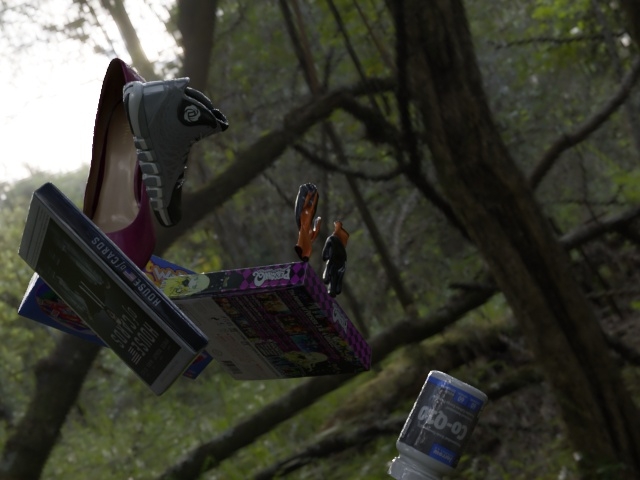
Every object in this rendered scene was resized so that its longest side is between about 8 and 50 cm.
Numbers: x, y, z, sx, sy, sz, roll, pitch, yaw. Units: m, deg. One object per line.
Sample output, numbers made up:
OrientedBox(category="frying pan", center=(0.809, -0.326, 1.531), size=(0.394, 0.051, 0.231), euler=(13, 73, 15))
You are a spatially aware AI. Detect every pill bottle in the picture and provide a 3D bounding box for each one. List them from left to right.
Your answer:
OrientedBox(category="pill bottle", center=(0.138, 0.232, 1.235), size=(0.137, 0.078, 0.078), euler=(-64, -9, -8))

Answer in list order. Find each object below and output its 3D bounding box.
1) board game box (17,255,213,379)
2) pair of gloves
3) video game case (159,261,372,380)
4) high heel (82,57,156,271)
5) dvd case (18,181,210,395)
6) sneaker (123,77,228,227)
OrientedBox(category="board game box", center=(-0.331, 0.113, 1.822), size=(0.347, 0.078, 0.233), euler=(24, -38, -17))
OrientedBox(category="pair of gloves", center=(0.000, 0.000, 0.805), size=(0.010, 0.074, 0.083), euler=(-12, -45, 24))
OrientedBox(category="video game case", center=(-0.069, 0.113, 1.362), size=(0.210, 0.042, 0.232), euler=(-7, -36, 23))
OrientedBox(category="high heel", center=(-0.318, -0.092, 1.525), size=(0.127, 0.377, 0.181), euler=(-9, -44, 13))
OrientedBox(category="dvd case", center=(-0.235, 0.060, 1.140), size=(0.029, 0.239, 0.179), euler=(-44, -2, -31))
OrientedBox(category="sneaker", center=(-0.187, -0.123, 1.437), size=(0.132, 0.086, 0.228), euler=(-13, -53, -5))
